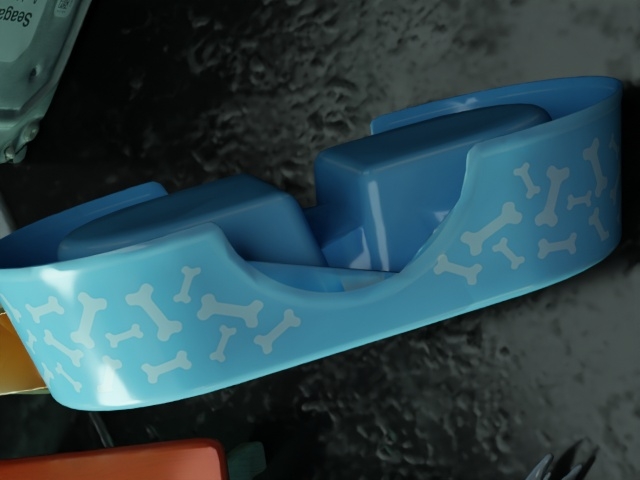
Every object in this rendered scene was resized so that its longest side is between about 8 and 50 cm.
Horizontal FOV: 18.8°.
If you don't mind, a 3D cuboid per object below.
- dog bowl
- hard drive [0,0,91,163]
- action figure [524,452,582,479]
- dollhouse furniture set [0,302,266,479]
[{"bbox_3d":[0.000,0.000,0.865,0.297,0.166,0.074,-16,101,-11],"label":"dog bowl"},{"bbox_3d":[-0.159,-0.196,0.915,0.064,0.237,0.339,29,102,19],"label":"hard drive"},{"bbox_3d":[0.151,0.213,0.879,0.285,0.099,0.185,26,116,24],"label":"action figure"},{"bbox_3d":[-0.159,0.152,0.984,0.259,0.135,0.262,-10,89,23],"label":"dollhouse furniture set"}]
